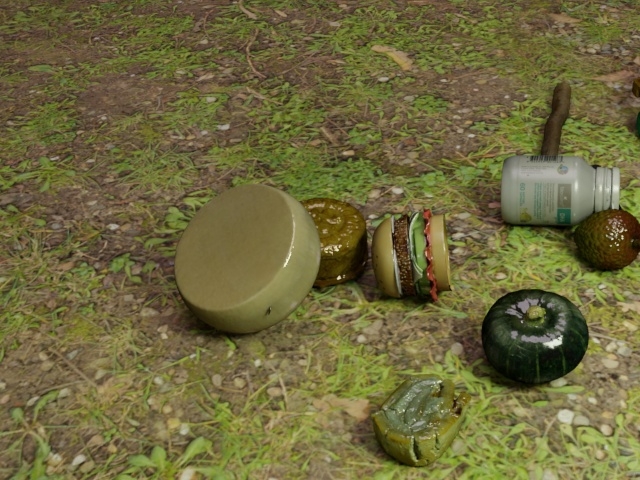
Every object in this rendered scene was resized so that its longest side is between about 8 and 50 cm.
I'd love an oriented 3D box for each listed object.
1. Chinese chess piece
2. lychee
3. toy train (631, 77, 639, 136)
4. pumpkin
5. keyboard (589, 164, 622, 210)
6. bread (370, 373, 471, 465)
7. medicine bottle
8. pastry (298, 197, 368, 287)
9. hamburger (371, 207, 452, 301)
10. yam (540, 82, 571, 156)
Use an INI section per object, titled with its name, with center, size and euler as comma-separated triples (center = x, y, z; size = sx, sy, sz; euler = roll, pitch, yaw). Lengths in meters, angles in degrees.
[Chinese chess piece]
center = -0.128, 0.031, 1.544
size = 0.273, 0.102, 0.273
euler = -15, 56, 23
[lychee]
center = 0.528, -0.003, 1.605
size = 0.114, 0.114, 0.146
euler = -30, 26, -30
[toy train]
center = 0.798, -0.282, 1.830
size = 0.178, 0.249, 0.429
euler = -9, 37, -5
[pumpkin]
center = 0.339, 0.149, 1.408
size = 0.167, 0.125, 0.167
euler = -11, 21, 4
[keyboard]
center = 0.552, -0.081, 1.783
size = 0.087, 0.017, 0.250
euler = -2, 37, 1
[bread]
center = 0.151, 0.261, 1.327
size = 0.117, 0.064, 0.156
euler = 21, 45, 28
[medicine bottle]
center = 0.459, -0.095, 1.702
size = 0.215, 0.135, 0.135
euler = 3, 37, 17
[pastry]
center = 0.000, 0.000, 1.660
size = 0.188, 0.103, 0.189
euler = -3, 36, 2
[hamburger]
center = 0.158, 0.028, 1.561
size = 0.137, 0.175, 0.175
euler = -7, 36, 8
[yam]
center = 0.532, -0.260, 2.005
size = 0.045, 0.045, 0.327
euler = 31, 42, -5
